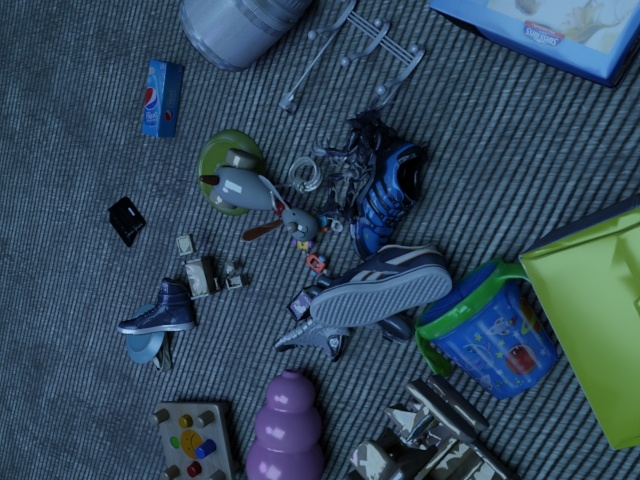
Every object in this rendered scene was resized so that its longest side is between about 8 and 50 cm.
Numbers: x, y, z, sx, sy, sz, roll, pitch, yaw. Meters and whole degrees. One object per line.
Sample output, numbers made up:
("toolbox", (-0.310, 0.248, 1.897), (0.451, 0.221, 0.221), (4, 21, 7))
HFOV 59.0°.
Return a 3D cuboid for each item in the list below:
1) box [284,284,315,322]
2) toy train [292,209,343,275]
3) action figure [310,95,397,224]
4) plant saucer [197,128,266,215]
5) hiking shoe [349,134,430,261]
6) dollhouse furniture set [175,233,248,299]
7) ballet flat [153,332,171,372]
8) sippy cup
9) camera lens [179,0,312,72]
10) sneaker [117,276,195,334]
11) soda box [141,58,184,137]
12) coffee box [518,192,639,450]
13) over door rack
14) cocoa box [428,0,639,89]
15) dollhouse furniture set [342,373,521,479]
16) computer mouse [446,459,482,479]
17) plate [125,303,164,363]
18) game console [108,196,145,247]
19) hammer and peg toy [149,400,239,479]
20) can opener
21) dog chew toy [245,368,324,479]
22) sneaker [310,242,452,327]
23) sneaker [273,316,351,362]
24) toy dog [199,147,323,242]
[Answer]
("box", (-0.039, 0.164, 1.475), (0.052, 0.062, 0.083), (50, 119, 16))
("toy train", (0.000, 0.000, 1.439), (0.125, 0.046, 0.166), (36, 117, 20))
("action figure", (0.061, -0.181, 1.208), (0.141, 0.164, 0.276), (33, 112, 38))
("plant saucer", (-0.258, -0.186, 1.565), (0.240, 0.037, 0.241), (5, 100, 29))
("hiking shoe", (0.151, -0.083, 1.276), (0.132, 0.113, 0.304), (27, 113, 48))
("dollhouse furniture set", (-0.300, 0.058, 1.618), (0.160, 0.101, 0.182), (-14, 90, 7))
("ballet flat", (-0.509, 0.335, 1.786), (0.057, 0.052, 0.168), (-11, 92, 33))
("sippy cup", (0.353, 0.192, 1.168), (0.240, 0.305, 0.224), (-39, 87, -13))
("camera lens", (-0.184, -0.558, 1.354), (0.274, 0.219, 0.219), (-32, 81, 30))
("sneaker", (-0.498, 0.195, 1.698), (0.226, 0.086, 0.164), (-5, 99, -7))
("soda box", (-0.453, -0.405, 1.624), (0.067, 0.071, 0.210), (20, 107, 26))
("coffee box", (0.584, 0.086, 0.934), (0.338, 0.334, 0.338), (-28, 84, 31))
("over door rack", (0.055, -0.369, 1.309), (0.239, 0.108, 0.324), (44, 117, 18))
("cocoa box", (0.418, -0.447, 1.010), (0.347, 0.228, 0.231), (33, 113, 22))
("dollhouse furniture set", (0.220, 0.490, 1.150), (0.256, 0.394, 0.362), (42, 103, 25))
("computer mouse", (0.306, 0.522, 1.348), (0.242, 0.041, 0.071), (45, 105, 25))
("plate", (-0.561, 0.292, 1.787), (0.188, 0.024, 0.188), (-13, 67, 33))
("game console", (-0.620, -0.059, 1.814), (0.107, 0.071, 0.122), (-40, 76, -2))
("hammer and peg toy", (-0.363, 0.662, 1.711), (0.265, 0.127, 0.361), (-9, 93, 29))
("can opener", (0.102, 0.159, 1.371), (0.280, 0.074, 0.093), (24, 146, 22))
("dog chew toy", (-0.087, 0.505, 1.487), (0.206, 0.206, 0.332), (5, 93, 30))
("sneaker", (0.131, 0.099, 1.280), (0.321, 0.127, 0.126), (-16, 129, 13))
("sneaker", (-0.015, 0.270, 1.467), (0.228, 0.086, 0.132), (-36, 81, 29))
("toy dog", (-0.169, -0.110, 1.402), (0.333, 0.161, 0.220), (12, 103, 31))
